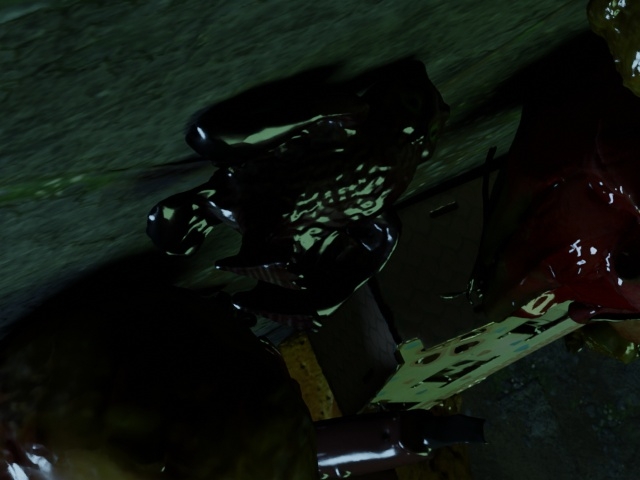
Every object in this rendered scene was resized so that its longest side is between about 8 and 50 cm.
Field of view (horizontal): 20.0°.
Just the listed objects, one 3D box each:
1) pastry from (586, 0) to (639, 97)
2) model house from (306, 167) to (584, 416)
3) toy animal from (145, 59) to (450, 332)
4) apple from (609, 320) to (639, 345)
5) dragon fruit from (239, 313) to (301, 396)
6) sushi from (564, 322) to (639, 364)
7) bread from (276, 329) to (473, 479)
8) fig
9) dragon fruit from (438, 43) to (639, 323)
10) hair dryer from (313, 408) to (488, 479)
[{"bbox_3d":[0.264,-0.149,1.111,0.188,0.103,0.189,-25,171,-4],"label":"pastry"},{"bbox_3d":[0.099,0.048,1.649,0.326,0.169,0.244,-31,162,29],"label":"model house"},{"bbox_3d":[-0.009,-0.044,1.100,0.179,0.116,0.218,-50,147,-16],"label":"toy animal"},{"bbox_3d":[0.364,0.007,1.914,0.188,0.211,0.211,-40,167,13],"label":"apple"},{"bbox_3d":[-0.090,0.147,1.740,0.133,0.136,0.166,-27,160,-3],"label":"dragon fruit"},{"bbox_3d":[0.356,0.046,2.155,0.204,0.200,0.213,-21,-167,-23],"label":"sushi"},{"bbox_3d":[0.058,0.219,2.023,0.172,0.312,0.312,-16,176,26],"label":"bread"},{"bbox_3d":[-0.133,0.129,1.416,0.286,0.286,0.369,-29,-159,19],"label":"fig"},{"bbox_3d":[0.220,-0.024,1.315,0.293,0.234,0.234,-35,170,1],"label":"dragon fruit"},{"bbox_3d":[0.040,0.189,1.577,0.340,0.123,0.312,-13,159,42],"label":"hair dryer"}]
